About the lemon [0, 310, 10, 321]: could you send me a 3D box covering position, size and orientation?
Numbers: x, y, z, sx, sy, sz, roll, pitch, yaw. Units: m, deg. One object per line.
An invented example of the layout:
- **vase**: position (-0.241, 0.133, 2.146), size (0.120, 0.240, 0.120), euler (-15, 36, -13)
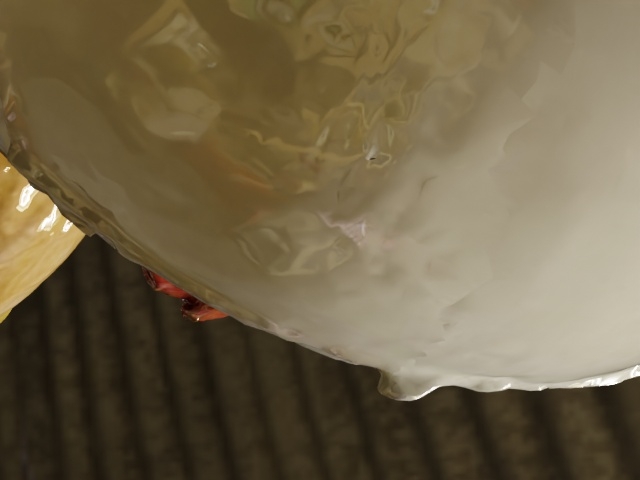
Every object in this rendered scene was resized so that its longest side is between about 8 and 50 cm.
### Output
- **lemon**: position (-0.299, -0.013, 1.381), size (0.188, 0.256, 0.188), euler (-6, -124, 9)

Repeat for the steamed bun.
- **steamed bun**: position (0.046, -0.146, 0.618), size (0.374, 0.374, 0.241), euler (58, -48, 34)

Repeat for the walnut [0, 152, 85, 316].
- **walnut**: position (-0.200, -0.049, 0.906), size (0.221, 0.195, 0.195), euler (-47, -128, 12)

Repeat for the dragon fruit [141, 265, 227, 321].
- **dragon fruit**: position (0.000, 0.000, 1.246), size (0.205, 0.317, 0.152), euler (17, -81, 16)
